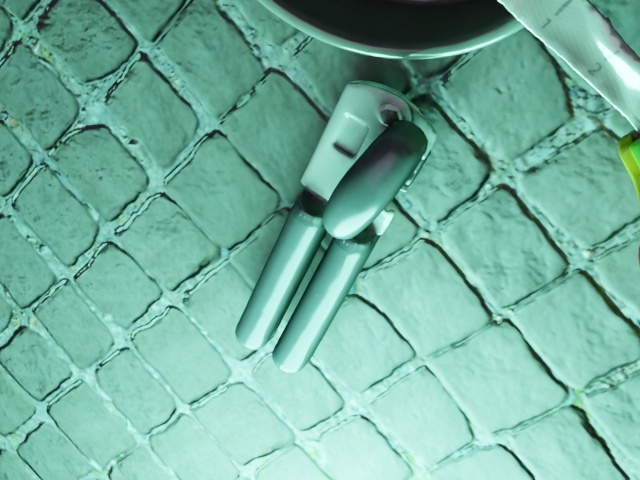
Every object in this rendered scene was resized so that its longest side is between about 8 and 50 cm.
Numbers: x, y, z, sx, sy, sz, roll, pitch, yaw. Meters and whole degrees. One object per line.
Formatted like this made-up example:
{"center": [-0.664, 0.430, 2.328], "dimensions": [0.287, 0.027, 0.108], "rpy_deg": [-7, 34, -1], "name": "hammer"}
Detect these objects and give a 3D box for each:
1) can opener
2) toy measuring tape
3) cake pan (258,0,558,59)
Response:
{"center": [0.000, 0.000, 0.858], "dimensions": [0.074, 0.093, 0.280], "rpy_deg": [34, 133, 7], "name": "can opener"}
{"center": [0.203, -0.037, 0.668], "dimensions": [0.330, 0.121, 0.121], "rpy_deg": [41, 130, -14], "name": "toy measuring tape"}
{"center": [0.044, -0.253, 0.690], "dimensions": [0.293, 0.054, 0.293], "rpy_deg": [13, 126, 18], "name": "cake pan"}
